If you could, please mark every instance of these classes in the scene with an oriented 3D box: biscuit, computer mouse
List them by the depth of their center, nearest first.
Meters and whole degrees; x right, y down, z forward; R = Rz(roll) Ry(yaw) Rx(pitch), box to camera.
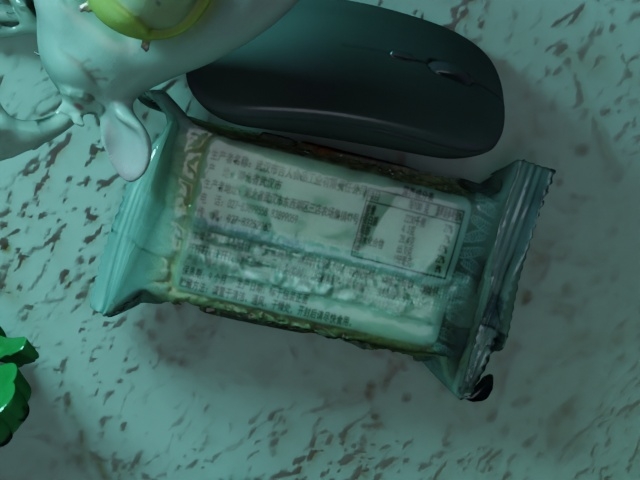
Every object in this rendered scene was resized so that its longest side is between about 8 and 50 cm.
[{"bbox_3d":[0.021,-0.118,1.342,0.232,0.120,0.057,10,140,-8],"label":"computer mouse"},{"bbox_3d":[-0.001,0.005,1.377,0.309,0.079,0.186,11,102,-10],"label":"biscuit"}]

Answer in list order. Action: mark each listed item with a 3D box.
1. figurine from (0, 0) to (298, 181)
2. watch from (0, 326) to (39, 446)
[{"bbox_3d":[-0.172,-0.187,1.242,0.284,0.206,0.316,22,121,-22],"label":"figurine"},{"bbox_3d":[-0.290,0.073,1.311,0.131,0.165,0.152,-44,122,-9],"label":"watch"}]
